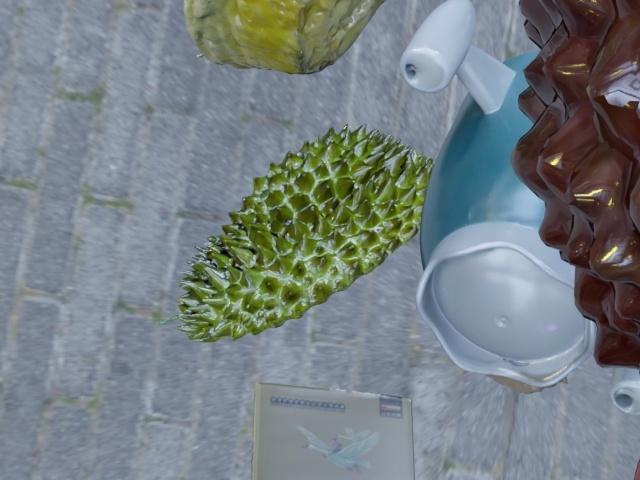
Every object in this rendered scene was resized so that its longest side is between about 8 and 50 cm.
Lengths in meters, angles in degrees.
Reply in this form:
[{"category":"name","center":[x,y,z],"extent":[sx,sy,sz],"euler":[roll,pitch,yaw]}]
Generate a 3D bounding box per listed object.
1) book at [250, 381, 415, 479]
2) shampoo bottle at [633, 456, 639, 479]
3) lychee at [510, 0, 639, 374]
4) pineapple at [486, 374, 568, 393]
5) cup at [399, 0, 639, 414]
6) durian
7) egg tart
[{"category":"book","center":[0.017,0.324,1.882],"extent":[0.217,0.021,0.310],"euler":[6,51,-8]},{"category":"shampoo bottle","center":[0.264,0.131,0.561],"extent":[0.278,0.104,0.104],"euler":[3,86,2]},{"category":"lychee","center":[0.198,-0.054,0.382],"extent":[0.330,0.306,0.306],"euler":[-36,80,-34]},{"category":"pineapple","center":[0.277,0.017,1.591],"extent":[0.170,0.141,0.310],"euler":[25,70,36]},{"category":"cup","center":[0.135,-0.006,0.910],"extent":[0.167,0.173,0.299],"euler":[-16,121,38]},{"category":"durian","center":[-0.002,-0.001,1.552],"extent":[0.355,0.169,0.157],"euler":[-34,72,-21]},{"category":"egg tart","center":[0.004,-0.209,1.110],"extent":[0.098,0.232,0.252],"euler":[50,118,20]}]
